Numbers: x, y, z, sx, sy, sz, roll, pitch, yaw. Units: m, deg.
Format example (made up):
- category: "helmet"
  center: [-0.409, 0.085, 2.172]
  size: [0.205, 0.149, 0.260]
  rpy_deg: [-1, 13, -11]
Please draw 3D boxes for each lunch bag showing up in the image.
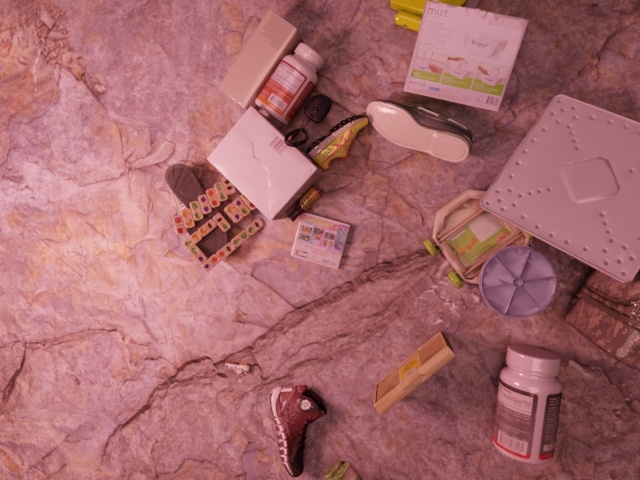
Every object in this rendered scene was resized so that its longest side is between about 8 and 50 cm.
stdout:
- category: "lunch bag"
  center: [0.800, 0.171, 1.118]
  size: [0.212, 0.305, 0.256]
  rpy_deg: [28, 101, 4]

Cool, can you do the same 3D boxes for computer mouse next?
- category: "computer mouse"
  center: [-0.032, -0.349, 1.275]
  size: [0.071, 0.041, 0.242]
  rpy_deg: [35, 56, -8]

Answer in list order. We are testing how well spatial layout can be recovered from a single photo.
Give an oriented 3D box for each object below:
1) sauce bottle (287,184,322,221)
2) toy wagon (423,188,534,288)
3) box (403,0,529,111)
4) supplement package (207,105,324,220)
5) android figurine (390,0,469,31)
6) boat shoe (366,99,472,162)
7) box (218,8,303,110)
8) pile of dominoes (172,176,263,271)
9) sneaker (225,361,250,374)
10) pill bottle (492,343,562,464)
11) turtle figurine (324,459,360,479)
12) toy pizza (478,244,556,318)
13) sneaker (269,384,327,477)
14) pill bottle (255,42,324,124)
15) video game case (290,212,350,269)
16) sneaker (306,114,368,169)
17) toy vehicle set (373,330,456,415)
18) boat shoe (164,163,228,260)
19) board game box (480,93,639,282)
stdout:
- category: "sauce bottle"
  center: [-0.049, -0.110, 1.354]
  size: [0.042, 0.042, 0.128]
  rpy_deg: [41, 90, 5]
- category: "toy wagon"
  center: [0.476, 0.026, 1.275]
  size: [0.267, 0.068, 0.345]
  rpy_deg: [-37, 88, 9]
- category: "box"
  center: [0.381, -0.493, 1.201]
  size: [0.261, 0.127, 0.232]
  rpy_deg: [14, 111, 8]
- category: "supplement package"
  center: [-0.157, -0.222, 1.320]
  size: [0.262, 0.145, 0.204]
  rpy_deg: [44, 99, 3]
- category: "android figurine"
  center: [0.309, -0.722, 1.263]
  size: [0.272, 0.056, 0.249]
  rpy_deg: [21, 96, 8]
- category: "boat shoe"
  center: [0.287, -0.330, 1.286]
  size: [0.319, 0.116, 0.099]
  rpy_deg: [27, 54, 13]
- category: "box"
  center: [-0.176, -0.529, 1.332]
  size: [0.113, 0.094, 0.275]
  rpy_deg: [39, 99, 5]
- category: "pile of dominoes"
  center: [-0.308, -0.058, 1.345]
  size: [0.251, 0.040, 0.196]
  rpy_deg: [-42, 100, -17]
- category: "sneaker"
  center: [-0.269, 0.413, 1.433]
  size: [0.083, 0.032, 0.037]
  rpy_deg: [6, 94, 9]
- category: "pill bottle"
  center: [0.576, 0.446, 1.236]
  size: [0.161, 0.161, 0.284]
  rpy_deg: [6, 94, 9]
- category: "turtle figurine"
  center: [0.107, 0.812, 1.315]
  size: [0.274, 0.198, 0.266]
  rpy_deg: [-42, 83, 5]
- category: "toy pizza"
  center: [0.537, 0.113, 1.221]
  size: [0.201, 0.032, 0.202]
  rpy_deg: [0, 93, 9]
- category: "sneaker"
  center: [-0.050, 0.581, 1.374]
  size: [0.162, 0.106, 0.282]
  rpy_deg: [-14, 90, 6]
- category: "pill bottle"
  center: [-0.086, -0.460, 1.308]
  size: [0.121, 0.121, 0.216]
  rpy_deg: [37, 98, 5]
- category: "video game case"
  center: [0.000, 0.000, 1.373]
  size: [0.157, 0.019, 0.143]
  rpy_deg: [16, 95, 9]
- category: "sneaker"
  center: [0.062, -0.292, 1.323]
  size: [0.208, 0.081, 0.094]
  rpy_deg: [-36, 111, 4]
- category: "toy vehicle set"
  center: [0.264, 0.375, 1.278]
  size: [0.267, 0.166, 0.035]
  rpy_deg: [-43, 86, 9]
- category: "boat shoe"
  center: [-0.389, -0.083, 1.397]
  size: [0.118, 0.103, 0.321]
  rpy_deg: [-30, 94, -17]
- category: "board game box"
  center: [0.686, -0.146, 1.141]
  size: [0.389, 0.050, 0.390]
  rpy_deg: [34, 85, 26]
